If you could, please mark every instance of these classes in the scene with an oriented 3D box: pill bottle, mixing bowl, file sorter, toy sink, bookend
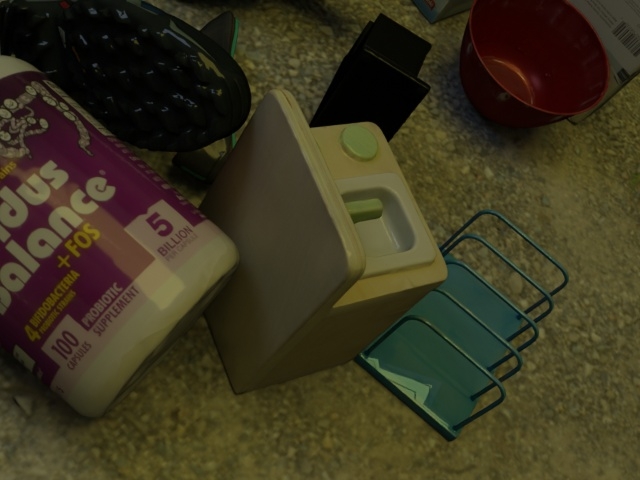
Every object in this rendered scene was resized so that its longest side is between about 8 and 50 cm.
[{"bbox_3d":[-0.221,-0.027,0.654,0.301,0.169,0.169,41,51,1],"label":"pill bottle"},{"bbox_3d":[0.230,-0.199,1.036,0.181,0.098,0.181,9,62,-18],"label":"mixing bowl"},{"bbox_3d":[0.136,0.071,0.822,0.118,0.104,0.170,40,51,1],"label":"file sorter"},{"bbox_3d":[0.000,0.000,0.711,0.131,0.234,0.153,-11,66,-32],"label":"toy sink"},{"bbox_3d":[0.061,-0.169,0.898,0.072,0.156,0.157,30,51,-8],"label":"bookend"}]

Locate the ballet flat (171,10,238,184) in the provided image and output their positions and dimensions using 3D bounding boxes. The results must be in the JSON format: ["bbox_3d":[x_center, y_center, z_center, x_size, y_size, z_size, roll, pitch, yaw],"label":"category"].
[{"bbox_3d":[-0.115,-0.146,0.850,0.074,0.074,0.203,11,59,-22],"label":"ballet flat"}]

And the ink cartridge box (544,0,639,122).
[{"bbox_3d":[0.342,-0.258,1.078,0.082,0.191,0.140,-33,79,-39],"label":"ink cartridge box"}]

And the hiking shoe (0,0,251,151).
[{"bbox_3d":[-0.146,-0.158,0.731,0.132,0.113,0.304,-23,36,-39],"label":"hiking shoe"}]

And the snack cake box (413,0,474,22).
[{"bbox_3d":[0.129,-0.417,1.132,0.152,0.089,0.264,-30,78,-36],"label":"snack cake box"}]
